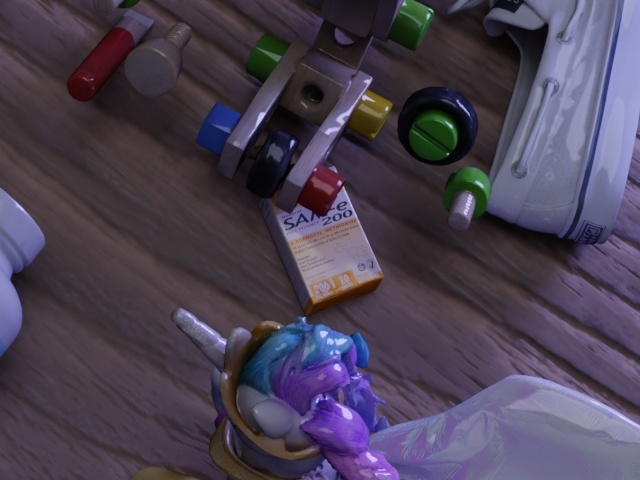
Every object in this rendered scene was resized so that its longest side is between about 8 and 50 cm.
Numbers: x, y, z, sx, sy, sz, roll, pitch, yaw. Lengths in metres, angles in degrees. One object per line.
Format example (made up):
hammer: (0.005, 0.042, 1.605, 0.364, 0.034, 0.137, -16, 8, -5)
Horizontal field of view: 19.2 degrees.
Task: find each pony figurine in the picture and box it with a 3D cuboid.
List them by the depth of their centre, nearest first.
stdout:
pony figurine: (0.028, 0.195, 1.228, 0.351, 0.363, 0.303, 40, 70, 5)

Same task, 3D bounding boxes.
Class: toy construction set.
toy construction set: (-0.014, -0.175, 1.452, 0.308, 0.257, 0.237, 4, 30, 14)

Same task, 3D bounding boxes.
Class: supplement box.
supplement box: (0.000, 0.000, 1.460, 0.062, 0.036, 0.098, -21, 76, -15)

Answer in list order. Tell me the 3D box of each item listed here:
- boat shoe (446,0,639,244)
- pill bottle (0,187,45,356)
boat shoe: (0.182, -0.185, 1.510, 0.156, 0.136, 0.367, 12, 80, -2)
pill bottle: (-0.311, 0.072, 1.329, 0.146, 0.146, 0.264, 37, 71, 4)
